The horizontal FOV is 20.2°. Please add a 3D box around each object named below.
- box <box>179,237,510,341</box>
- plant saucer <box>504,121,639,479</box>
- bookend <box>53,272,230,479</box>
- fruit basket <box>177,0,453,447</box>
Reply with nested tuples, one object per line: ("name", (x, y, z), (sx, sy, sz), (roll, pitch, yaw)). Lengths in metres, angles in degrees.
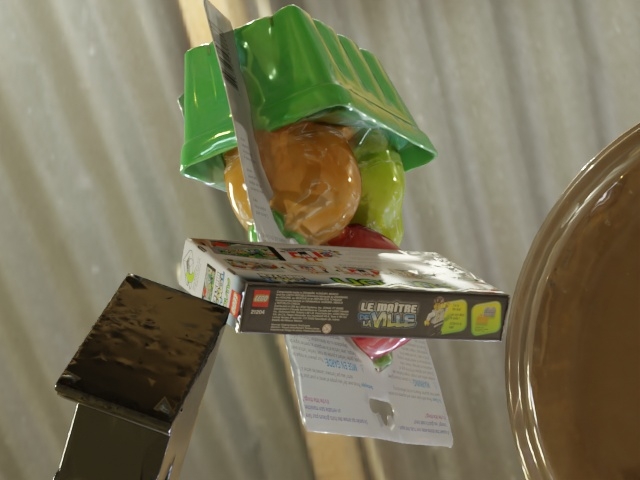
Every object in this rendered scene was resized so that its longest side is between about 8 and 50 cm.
("box", (0.016, 0.035, 1.269), (0.207, 0.114, 0.036), (4, -76, -26))
("plant saucer", (0.213, 0.059, 0.819), (0.278, 0.278, 0.041), (-32, -16, 17))
("bookend", (-0.125, 0.127, 1.115), (0.072, 0.156, 0.157), (19, -64, 2))
("fruit basket", (0.000, 0.000, 1.497), (0.165, 0.353, 0.327), (-15, -13, 21))
